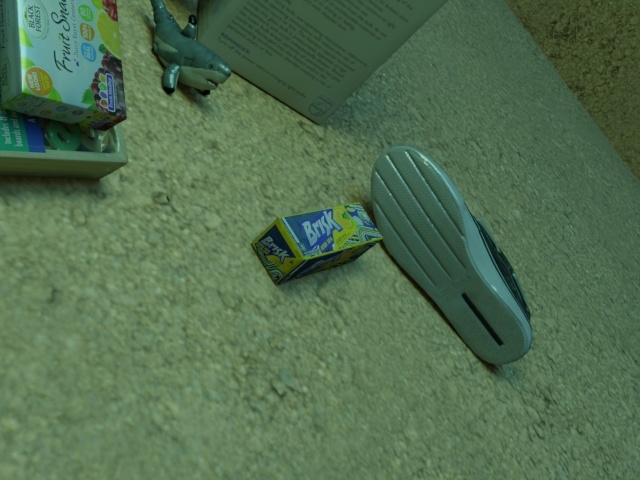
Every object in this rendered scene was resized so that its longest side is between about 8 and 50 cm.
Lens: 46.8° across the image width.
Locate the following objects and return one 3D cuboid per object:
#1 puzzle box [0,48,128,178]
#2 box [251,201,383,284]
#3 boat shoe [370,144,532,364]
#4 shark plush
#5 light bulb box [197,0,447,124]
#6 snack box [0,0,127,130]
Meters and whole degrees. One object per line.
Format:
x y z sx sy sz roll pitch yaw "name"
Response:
-0.322 -0.254 0.620 0.272 0.052 0.409 -5 79 -51 "puzzle box"
0.000 0.000 0.860 0.169 0.054 0.059 -14 68 -54 "box"
0.180 0.016 1.028 0.335 0.121 0.119 59 24 -5 "boat shoe"
-0.163 -0.244 0.901 0.073 0.067 0.161 4 54 -48 "shark plush"
0.021 -0.434 1.045 0.225 0.361 0.358 27 38 -32 "light bulb box"
-0.222 -0.174 0.635 0.100 0.037 0.141 6 70 -49 "snack box"
